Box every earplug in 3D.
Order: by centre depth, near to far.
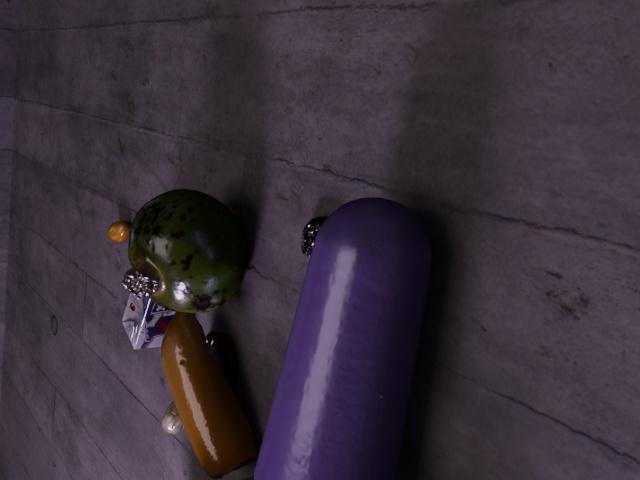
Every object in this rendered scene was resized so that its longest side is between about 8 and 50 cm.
[{"bbox_3d":[0.045,0.162,0.959,0.215,0.215,0.456,22,104,50],"label":"earplug"}]

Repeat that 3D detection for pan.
[{"bbox_3d":[-0.246,0.292,1.459,0.235,0.028,0.136,-47,55,38],"label":"pan"}]

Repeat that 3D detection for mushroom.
[{"bbox_3d":[-0.333,0.414,1.545,0.084,0.067,0.084,-60,12,22],"label":"mushroom"}]

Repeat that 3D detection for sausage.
[{"bbox_3d":[-0.248,0.306,1.358,0.354,0.116,0.134,61,144,16],"label":"sausage"}]

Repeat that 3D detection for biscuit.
[{"bbox_3d":[0.000,0.000,1.143,0.089,0.027,0.087,42,122,43],"label":"biscuit"}]

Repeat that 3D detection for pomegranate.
[{"bbox_3d":[-0.273,0.030,1.313,0.254,0.270,0.254,22,132,26],"label":"pomegranate"}]

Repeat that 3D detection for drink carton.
[{"bbox_3d":[-0.358,0.137,1.516,0.102,0.134,0.222,52,129,37],"label":"drink carton"}]

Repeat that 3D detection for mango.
[{"bbox_3d":[-0.562,-0.028,1.843,0.089,0.046,0.060,-28,68,44],"label":"mango"}]

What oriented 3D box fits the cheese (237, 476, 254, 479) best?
[{"bbox_3d":[-0.204,0.592,1.252,0.174,0.247,0.251,59,139,34],"label":"cheese"}]
